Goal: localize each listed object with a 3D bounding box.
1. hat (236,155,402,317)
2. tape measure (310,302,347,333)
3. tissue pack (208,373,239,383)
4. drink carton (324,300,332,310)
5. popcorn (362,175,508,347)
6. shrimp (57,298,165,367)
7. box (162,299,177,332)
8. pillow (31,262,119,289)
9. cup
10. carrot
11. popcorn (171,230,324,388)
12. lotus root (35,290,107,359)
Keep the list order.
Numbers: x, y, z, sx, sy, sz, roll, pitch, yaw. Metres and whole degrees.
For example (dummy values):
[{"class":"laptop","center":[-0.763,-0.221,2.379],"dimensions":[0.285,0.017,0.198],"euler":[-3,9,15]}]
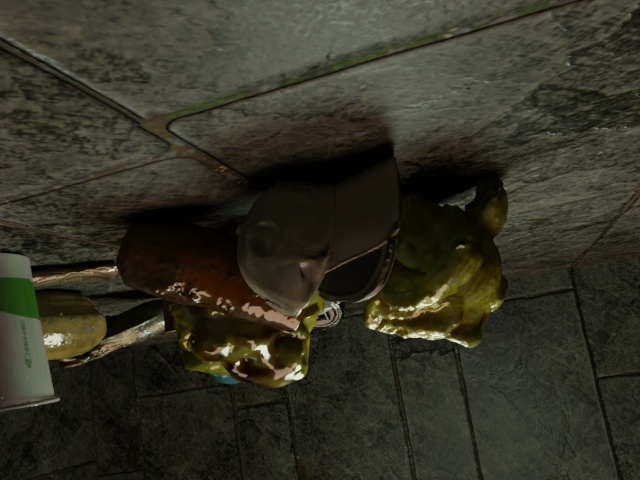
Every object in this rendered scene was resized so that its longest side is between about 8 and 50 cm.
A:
[{"class":"hat","center":[-0.001,-0.022,0.840],"dimensions":[0.275,0.232,0.161],"euler":[-31,126,24]},{"class":"tape measure","center":[-0.010,0.208,1.958],"dimensions":[0.186,0.112,0.199],"euler":[-16,130,14]},{"class":"tissue pack","center":[-0.203,0.209,1.497],"dimensions":[0.287,0.198,0.206],"euler":[-54,161,12]},{"class":"drink carton","center":[-0.043,0.150,1.725],"dimensions":[0.102,0.134,0.222],"euler":[-6,168,-13]},{"class":"popcorn","center":[0.183,0.047,1.038],"dimensions":[0.321,0.290,0.326],"euler":[-8,-172,-16]},{"class":"shrimp","center":[-0.514,0.225,1.674],"dimensions":[0.446,0.110,0.221],"euler":[-21,-173,-29]},{"class":"box","center":[-0.371,0.169,1.556],"dimensions":[0.090,0.133,0.023],"euler":[-17,163,30]},{"class":"pillow","center":[-0.520,0.075,1.233],"dimensions":[0.211,0.034,0.135],"euler":[-6,167,-23]},{"class":"cup","center":[-0.590,0.167,1.029],"dimensions":[0.253,0.274,0.253],"euler":[-7,170,-1]},{"class":"carrot","center":[-0.169,0.051,0.966],"dimensions":[0.302,0.138,0.139],"euler":[17,163,-11]},{"class":"popcorn","center":[-0.128,0.117,1.169],"dimensions":[0.312,0.312,0.312],"euler":[-9,169,-2]},{"class":"lotus root","center":[-0.651,0.200,1.401],"dimensions":[0.151,0.169,0.343],"euler":[-51,158,13]}]
